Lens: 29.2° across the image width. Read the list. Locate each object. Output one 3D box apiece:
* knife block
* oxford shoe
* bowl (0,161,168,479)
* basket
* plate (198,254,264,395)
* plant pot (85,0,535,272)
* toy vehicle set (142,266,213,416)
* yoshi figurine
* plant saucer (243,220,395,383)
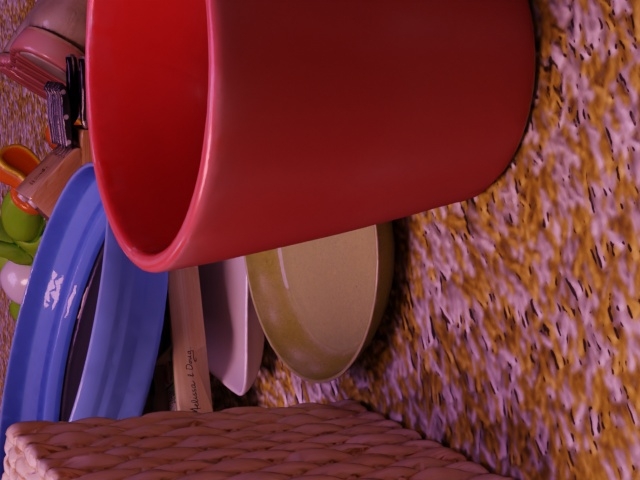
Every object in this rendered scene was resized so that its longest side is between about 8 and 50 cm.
[{"bbox_3d":[-0.249,-0.099,1.549,0.276,0.242,0.088,47,169,-24],"label":"knife block"},{"bbox_3d":[-0.364,-0.279,1.743,0.147,0.140,0.397,-63,20,-8],"label":"oxford shoe"},{"bbox_3d":[-0.262,0.111,1.342,0.391,0.077,0.391,-44,39,50],"label":"bowl"},{"bbox_3d":[-0.055,0.279,0.871,0.328,0.331,0.267,14,103,63],"label":"basket"},{"bbox_3d":[-0.110,-0.008,1.285,0.278,0.045,0.277,-157,68,-62],"label":"plate"},{"bbox_3d":[-0.008,-0.121,0.831,0.275,0.243,0.275,177,90,-65],"label":"plant pot"},{"bbox_3d":[-0.158,0.175,1.274,0.166,0.035,0.267,133,134,-53],"label":"toy vehicle set"},{"bbox_3d":[-0.440,-0.026,1.833,0.362,0.203,0.203,111,161,-45],"label":"yoshi figurine"},{"bbox_3d":[0.000,0.000,1.051,0.241,0.037,0.241,16,109,60],"label":"plant saucer"}]
